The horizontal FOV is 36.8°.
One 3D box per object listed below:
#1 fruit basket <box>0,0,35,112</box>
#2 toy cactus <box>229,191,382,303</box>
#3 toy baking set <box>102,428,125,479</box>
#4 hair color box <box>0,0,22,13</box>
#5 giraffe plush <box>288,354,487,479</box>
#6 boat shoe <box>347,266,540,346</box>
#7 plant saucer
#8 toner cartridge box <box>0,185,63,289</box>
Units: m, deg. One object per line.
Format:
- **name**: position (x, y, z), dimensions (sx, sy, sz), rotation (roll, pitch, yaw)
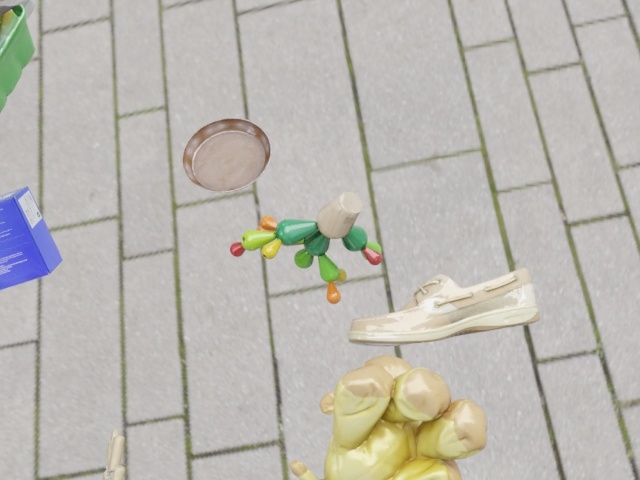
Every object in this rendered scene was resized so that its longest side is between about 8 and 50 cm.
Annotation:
- **fruit basket**: position (-0.576, -0.301, 1.381), dimensions (0.165, 0.353, 0.327), rotation (20, 77, 22)
- **toy cactus**: position (0.000, 0.000, 1.326), dimensions (0.219, 0.180, 0.112), rotation (15, 56, -19)
- **toy baking set**: position (-0.364, 0.447, 1.661), dimensions (0.030, 0.197, 0.256), rotation (11, 97, -14)
- **hair color box**: position (-0.469, -0.301, 1.164), dimensions (0.374, 0.185, 0.113), rotation (-45, 108, -32)
- **giraffe plush**: position (0.073, 0.201, 1.058), dimensions (0.181, 0.170, 0.210), rotation (35, 111, -7)
- **boat shoe**: position (0.206, 0.116, 1.659), dimensions (0.341, 0.121, 0.110), rotation (-8, 84, -14)
- **plant saucer**: position (-0.171, -0.152, 1.776), dimensions (0.168, 0.029, 0.168), rotation (-3, 58, 5)
- **toner cartridge box**: position (-0.690, 0.029, 1.841), dimensions (0.347, 0.075, 0.165), rotation (-17, 107, 11)
